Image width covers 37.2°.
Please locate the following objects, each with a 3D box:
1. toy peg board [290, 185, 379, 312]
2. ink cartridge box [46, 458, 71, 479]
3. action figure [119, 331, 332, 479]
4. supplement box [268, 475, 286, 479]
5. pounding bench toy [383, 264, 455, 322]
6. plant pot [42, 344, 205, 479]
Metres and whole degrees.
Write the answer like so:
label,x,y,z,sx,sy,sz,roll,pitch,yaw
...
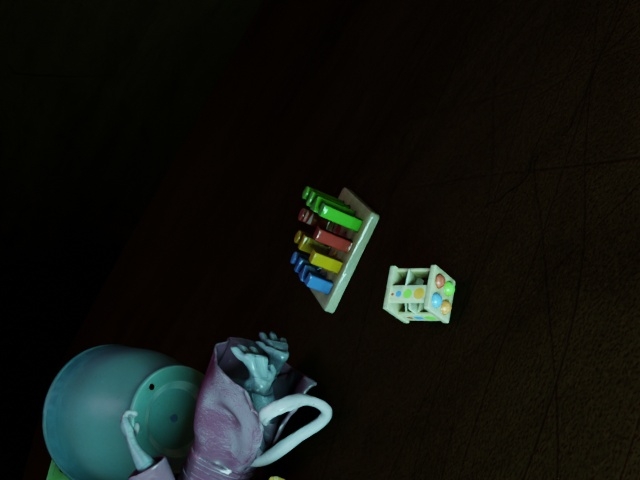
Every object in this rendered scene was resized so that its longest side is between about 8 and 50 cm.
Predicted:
label,x,y,z,sx,sy,sz,roll,pitch,yaw
toy peg board,0.000,0.000,1.433,0.161,0.079,0.161,-64,19,10
ink cartridge box,-0.420,0.442,1.879,0.062,0.209,0.109,-50,26,43
action figure,-0.128,0.320,1.349,0.275,0.248,0.370,32,99,43
supplement box,-0.077,0.408,1.197,0.233,0.078,0.080,-60,20,22
pounding bench toy,0.123,0.067,1.080,0.065,0.083,0.052,-2,65,35
plant pot,-0.316,0.319,1.699,0.255,0.271,0.272,-10,59,50
